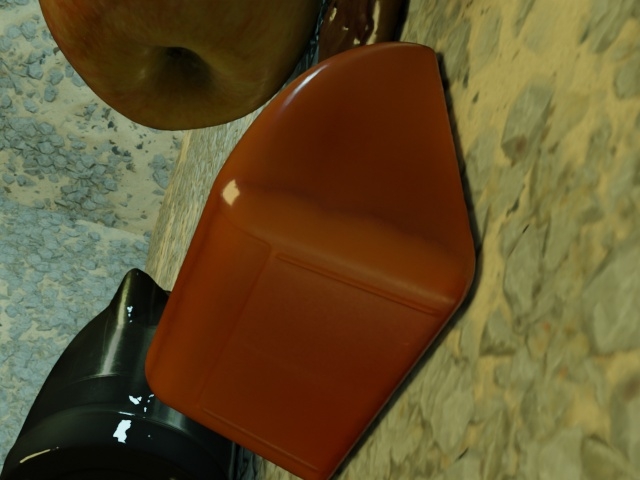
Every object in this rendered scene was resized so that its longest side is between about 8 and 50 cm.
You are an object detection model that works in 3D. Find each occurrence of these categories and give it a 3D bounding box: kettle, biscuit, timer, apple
[{"bbox_3d":[-0.191,0.221,0.962,0.324,0.228,0.321,-89,-11,-57],"label":"kettle"},{"bbox_3d":[0.032,-0.201,0.836,0.212,0.036,0.212,-166,90,-75],"label":"biscuit"},{"bbox_3d":[0.000,0.000,0.632,0.250,0.161,0.257,-69,5,-49],"label":"timer"},{"bbox_3d":[-0.175,-0.338,1.091,0.391,0.391,0.347,125,142,-52],"label":"apple"}]

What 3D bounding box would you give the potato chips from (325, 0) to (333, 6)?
[{"bbox_3d":[0.035,-0.353,0.959,0.202,0.049,0.150,122,163,-64],"label":"potato chips"}]
